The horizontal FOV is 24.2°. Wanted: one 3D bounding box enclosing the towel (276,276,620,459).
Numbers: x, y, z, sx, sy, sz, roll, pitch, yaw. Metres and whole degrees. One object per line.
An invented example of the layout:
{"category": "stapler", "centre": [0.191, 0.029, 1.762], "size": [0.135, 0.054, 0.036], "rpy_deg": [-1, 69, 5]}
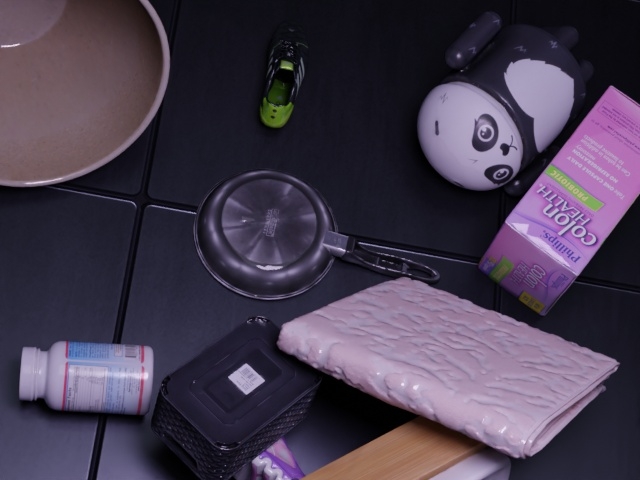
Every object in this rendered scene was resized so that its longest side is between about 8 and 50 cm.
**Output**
{"category": "towel", "centre": [0.161, 0.146, 1.814], "size": [0.331, 0.053, 0.317], "rpy_deg": [21, 20, 25]}

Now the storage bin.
{"category": "storage bin", "centre": [-0.100, 0.188, 1.781], "size": [0.122, 0.084, 0.180], "rpy_deg": [41, 52, 18]}

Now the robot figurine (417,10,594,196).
{"category": "robot figurine", "centre": [0.260, -0.191, 2.081], "size": [0.209, 0.173, 0.278], "rpy_deg": [43, 64, 10]}

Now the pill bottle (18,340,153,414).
{"category": "pill bottle", "centre": [-0.289, 0.169, 1.841], "size": [0.160, 0.087, 0.087], "rpy_deg": [5, 64, -9]}

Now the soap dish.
{"category": "soap dish", "centre": [0.079, 0.328, 1.775], "size": [0.291, 0.229, 0.118], "rpy_deg": [-25, 56, -22]}

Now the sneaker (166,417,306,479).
{"category": "sneaker", "centre": [-0.078, 0.246, 1.851], "size": [0.236, 0.095, 0.104], "rpy_deg": [40, 56, 10]}

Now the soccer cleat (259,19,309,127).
{"category": "soccer cleat", "centre": [-0.048, -0.241, 2.097], "size": [0.060, 0.072, 0.179], "rpy_deg": [13, 63, -6]}

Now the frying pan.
{"category": "frying pan", "centre": [-0.018, 0.020, 1.996], "size": [0.326, 0.053, 0.197], "rpy_deg": [33, 63, 8]}

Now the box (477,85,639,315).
{"category": "box", "centre": [0.339, -0.048, 1.985], "size": [0.117, 0.213, 0.243], "rpy_deg": [36, 75, 7]}

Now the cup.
{"category": "cup", "centre": [-0.387, -0.270, 1.933], "size": [0.331, 0.331, 0.237], "rpy_deg": [-12, 42, -17]}
